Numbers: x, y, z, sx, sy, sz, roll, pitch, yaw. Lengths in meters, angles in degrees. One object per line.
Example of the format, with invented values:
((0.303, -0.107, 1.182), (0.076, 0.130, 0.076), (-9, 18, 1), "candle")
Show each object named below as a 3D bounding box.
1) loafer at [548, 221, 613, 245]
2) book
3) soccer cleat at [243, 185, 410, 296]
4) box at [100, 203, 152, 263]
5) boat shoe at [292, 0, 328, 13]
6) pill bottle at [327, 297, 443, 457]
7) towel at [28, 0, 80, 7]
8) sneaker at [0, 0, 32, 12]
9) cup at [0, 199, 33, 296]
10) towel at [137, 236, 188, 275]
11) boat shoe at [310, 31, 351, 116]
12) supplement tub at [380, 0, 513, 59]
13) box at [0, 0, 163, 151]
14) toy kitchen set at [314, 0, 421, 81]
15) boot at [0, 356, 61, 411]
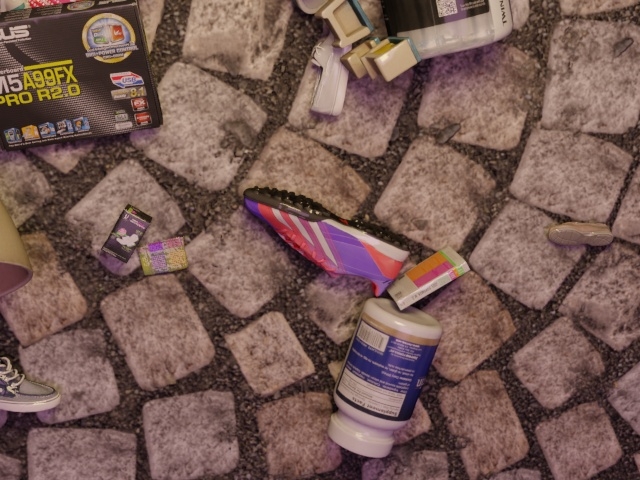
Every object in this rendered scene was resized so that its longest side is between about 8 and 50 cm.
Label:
((0.490, -0.016, 1.618), (0.125, 0.039, 0.045), (4, 135, -6), "loafer")
((0.193, 0.069, 1.559), (0.144, 0.096, 0.035), (-30, 106, 0), "book")
((0.000, 0.000, 1.515), (0.318, 0.108, 0.116), (22, 103, -15), "soccer cleat")
((-0.336, -0.013, 1.482), (0.052, 0.062, 0.083), (31, 97, -12), "box")
((-0.029, -0.540, 1.401), (0.116, 0.099, 0.319), (-22, 122, -40), "boat shoe")
((0.111, 0.251, 1.561), (0.153, 0.153, 0.264), (17, 101, -12), "pill bottle")
((-0.377, -0.468, 1.388), (0.199, 0.031, 0.275), (39, 95, -14), "towel")
((-0.478, -0.365, 1.371), (0.075, 0.057, 0.161), (10, 124, -17), "sneaker")
((-0.638, -0.030, 1.331), (0.331, 0.331, 0.237), (-12, 78, -5), "cup")
((-0.280, 0.029, 1.527), (0.083, 0.009, 0.060), (-13, 105, -4), "towel")
((0.015, -0.308, 1.469), (0.063, 0.066, 0.184), (4, 112, -10), "boat shoe")
((0.183, -0.475, 1.376), (0.207, 0.207, 0.338), (-15, 105, -5), "supplement tub")
((-0.408, -0.269, 1.378), (0.270, 0.060, 0.216), (-10, 125, -6), "box")
((0.073, -0.370, 1.335), (0.122, 0.166, 0.207), (-37, 113, -8), "toy kitchen set")
((-0.555, 0.247, 1.506), (0.190, 0.069, 0.086), (5, 105, -8), "boot")
